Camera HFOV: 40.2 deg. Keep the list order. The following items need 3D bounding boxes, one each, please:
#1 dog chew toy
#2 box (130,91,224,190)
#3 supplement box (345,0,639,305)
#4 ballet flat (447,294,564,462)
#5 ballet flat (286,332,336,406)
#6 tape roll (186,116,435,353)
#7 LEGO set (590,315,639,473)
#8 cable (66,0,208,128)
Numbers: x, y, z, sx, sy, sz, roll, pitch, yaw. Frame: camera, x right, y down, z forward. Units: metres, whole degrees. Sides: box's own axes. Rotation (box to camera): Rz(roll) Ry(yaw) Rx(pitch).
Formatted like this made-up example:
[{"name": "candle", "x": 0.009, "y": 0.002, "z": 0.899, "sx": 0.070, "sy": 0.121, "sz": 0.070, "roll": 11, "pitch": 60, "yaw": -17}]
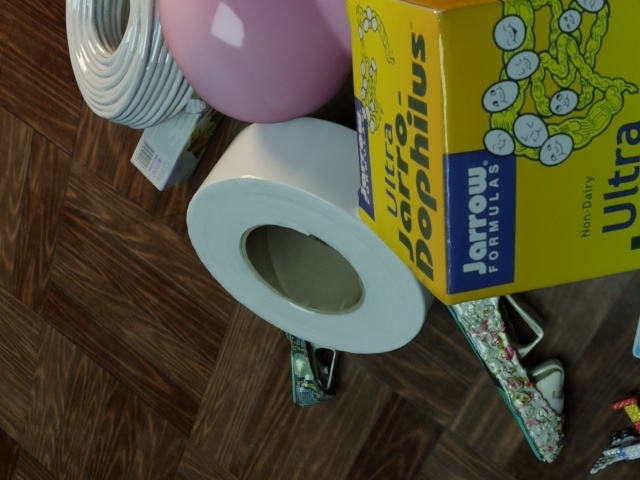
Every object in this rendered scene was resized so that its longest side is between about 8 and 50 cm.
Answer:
[{"name": "dog chew toy", "x": 0.015, "y": -0.250, "z": 0.830, "sx": 0.332, "sy": 0.206, "sz": 0.206, "roll": -26, "pitch": 95, "yaw": 13}, {"name": "box", "x": -0.139, "y": -0.196, "z": 1.064, "sx": 0.067, "sy": 0.063, "sz": 0.324, "roll": 43, "pitch": 128, "yaw": 11}, {"name": "supplement box", "x": 0.217, "y": -0.104, "z": 0.649, "sx": 0.195, "sy": 0.356, "sz": 0.194, "roll": -127, "pitch": 30, "yaw": -65}, {"name": "ballet flat", "x": 0.218, "y": 0.131, "z": 0.955, "sx": 0.077, "sy": 0.091, "sz": 0.241, "roll": -30, "pitch": 96, "yaw": 17}, {"name": "ballet flat", "x": -0.012, "y": 0.126, "z": 1.130, "sx": 0.070, "sy": 0.070, "sz": 0.188, "roll": 6, "pitch": 116, "yaw": 33}, {"name": "tape roll", "x": 0.000, "y": 0.000, "z": 0.960, "sx": 0.286, "sy": 0.100, "sz": 0.286, "roll": 21, "pitch": 145, "yaw": 15}, {"name": "LEGO set", "x": 0.385, "y": 0.192, "z": 0.880, "sx": 0.182, "sy": 0.060, "sz": 0.244, "roll": 20, "pitch": 121, "yaw": 31}, {"name": "cable", "x": -0.218, "y": -0.259, "z": 1.023, "sx": 0.257, "sy": 0.089, "sz": 0.257, "roll": -8, "pitch": 86, "yaw": 51}]
